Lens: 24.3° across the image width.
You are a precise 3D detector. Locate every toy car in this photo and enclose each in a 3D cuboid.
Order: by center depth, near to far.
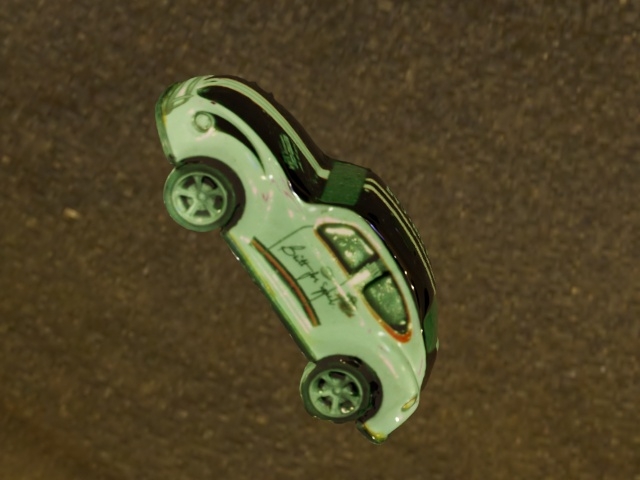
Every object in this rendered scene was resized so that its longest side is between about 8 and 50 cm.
[{"bbox_3d":[0.000,0.000,1.091,0.125,0.136,0.306,-28,105,17],"label":"toy car"}]
